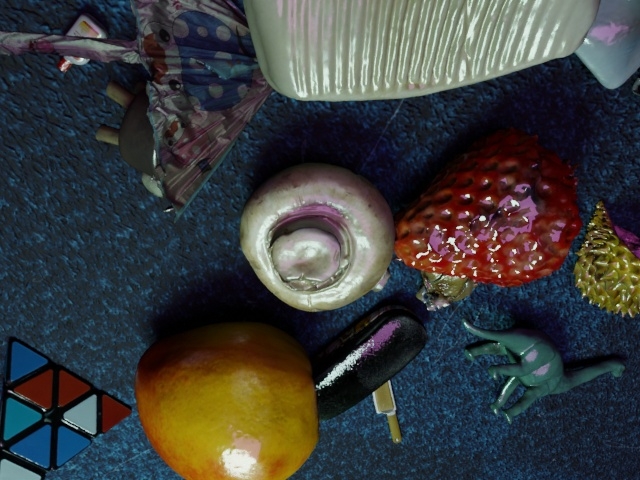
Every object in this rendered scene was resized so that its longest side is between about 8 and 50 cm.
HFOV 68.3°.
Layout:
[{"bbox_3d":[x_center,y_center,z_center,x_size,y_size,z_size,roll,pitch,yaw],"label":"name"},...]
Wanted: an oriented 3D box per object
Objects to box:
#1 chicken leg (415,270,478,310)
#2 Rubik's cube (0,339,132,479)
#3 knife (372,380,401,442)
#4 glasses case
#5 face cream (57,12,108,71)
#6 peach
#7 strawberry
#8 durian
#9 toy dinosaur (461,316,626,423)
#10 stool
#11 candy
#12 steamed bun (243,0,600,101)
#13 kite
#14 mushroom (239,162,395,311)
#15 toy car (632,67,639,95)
[{"bbox_3d":[0.215,0.038,0.850,0.125,0.080,0.196,-21,117,10],"label":"chicken leg"},{"bbox_3d":[-0.489,0.314,0.922,0.234,0.284,0.250,5,86,-32],"label":"Rubik's cube"},{"bbox_3d":[0.148,0.378,1.064,0.046,0.022,0.256,-13,120,4],"label":"knife"},{"bbox_3d":[0.069,0.251,0.945,0.321,0.082,0.122,-42,118,14],"label":"glasses case"},{"bbox_3d":[-0.325,-0.262,0.636,0.083,0.021,0.040,-42,115,16],"label":"face cream"},{"bbox_3d":[-0.165,0.287,0.826,0.307,0.289,0.289,2,119,-16],"label":"peach"},{"bbox_3d":[0.266,-0.051,0.730,0.280,0.150,0.254,10,96,-2],"label":"strawberry"},{"bbox_3d":[0.592,0.077,0.909,0.260,0.154,0.187,19,140,-9],"label":"durian"},{"bbox_3d":[0.488,0.225,0.994,0.330,0.129,0.384,-29,118,-4],"label":"toy dinosaur"},{"bbox_3d":[-0.230,-0.136,0.672,0.121,0.125,0.217,24,141,8],"label":"stool"},{"bbox_3d":[0.450,-0.325,0.677,0.138,0.071,0.174,34,108,-22],"label":"candy"},{"bbox_3d":[0.105,-0.313,0.551,0.383,0.236,0.247,-9,130,5],"label":"steamed bun"},{"bbox_3d":[-0.181,-0.226,0.581,0.368,0.014,0.406,-11,90,-35],"label":"kite"},{"bbox_3d":[0.000,0.000,0.738,0.254,0.184,0.255,1,101,3],"label":"mushroom"},{"bbox_3d":[0.576,-0.279,0.707,0.100,0.097,0.191,15,117,-20],"label":"toy car"}]
